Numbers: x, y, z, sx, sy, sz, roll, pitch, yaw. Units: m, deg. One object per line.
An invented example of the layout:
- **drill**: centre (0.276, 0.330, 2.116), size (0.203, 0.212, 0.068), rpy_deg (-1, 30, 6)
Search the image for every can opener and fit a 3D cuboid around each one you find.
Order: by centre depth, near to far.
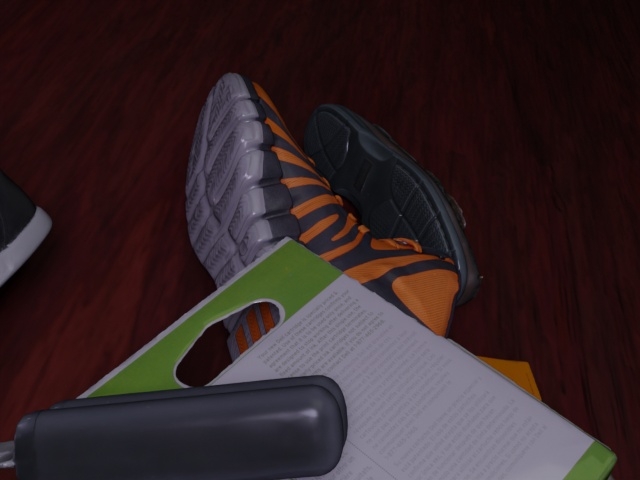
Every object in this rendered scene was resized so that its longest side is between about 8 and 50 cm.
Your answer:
- **can opener**: centre (-0.123, 0.122, 0.476), size (0.280, 0.093, 0.074), rpy_deg (-11, 0, 4)

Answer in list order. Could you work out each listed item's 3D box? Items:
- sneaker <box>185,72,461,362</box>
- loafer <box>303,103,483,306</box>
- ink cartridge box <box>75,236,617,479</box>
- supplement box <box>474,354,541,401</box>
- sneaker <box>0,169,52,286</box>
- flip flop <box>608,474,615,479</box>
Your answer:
- **sneaker**: centre (0.000, 0.000, 0.756), size (0.180, 0.124, 0.321), rpy_deg (6, 51, -30)
- **loafer**: centre (0.080, -0.042, 0.861), size (0.084, 0.096, 0.267), rpy_deg (1, 40, -38)
- **ink cartridge box**: centre (0.012, 0.135, 0.552), size (0.255, 0.097, 0.189), rpy_deg (34, 57, 27)
- **supplement box**: centre (0.104, 0.126, 0.656), size (0.062, 0.098, 0.036), rpy_deg (10, 42, -21)
- **sneaker**: centre (-0.275, 0.013, 0.528), size (0.147, 0.105, 0.295), rpy_deg (54, 24, -21)
- **flip flop**: centre (0.166, 0.233, 0.574), size (0.112, 0.080, 0.277), rpy_deg (26, 36, 1)
